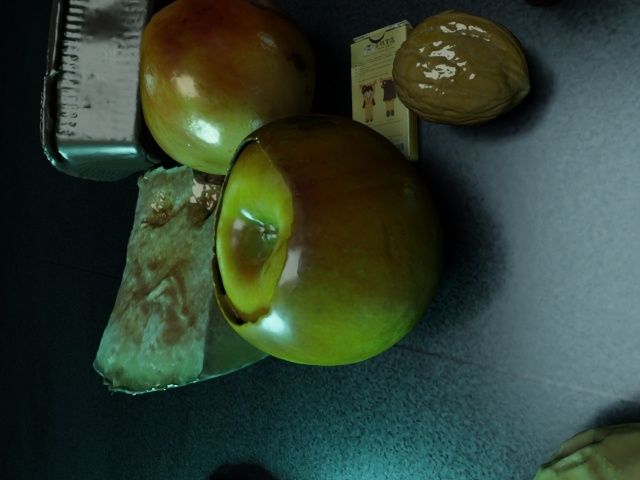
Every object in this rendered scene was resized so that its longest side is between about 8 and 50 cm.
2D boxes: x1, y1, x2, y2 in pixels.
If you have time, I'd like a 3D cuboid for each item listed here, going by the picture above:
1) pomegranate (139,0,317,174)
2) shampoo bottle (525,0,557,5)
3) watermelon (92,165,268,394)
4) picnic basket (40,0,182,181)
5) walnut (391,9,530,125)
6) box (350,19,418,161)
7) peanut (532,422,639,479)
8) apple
[{"bbox_3d":[-0.105,-0.171,0.591,0.209,0.209,0.209,-2,88,39],"label":"pomegranate"},{"bbox_3d":[0.138,-0.246,0.377,0.067,0.236,0.068,44,112,29],"label":"shampoo bottle"},{"bbox_3d":[-0.137,0.051,0.666,0.264,0.151,0.302,-9,65,41],"label":"watermelon"},{"bbox_3d":[-0.251,-0.224,0.733,0.129,0.222,0.296,9,94,16],"label":"picnic basket"},{"bbox_3d":[0.126,-0.151,0.475,0.124,0.105,0.105,29,106,24],"label":"walnut"},{"bbox_3d":[0.068,-0.153,0.569,0.073,0.020,0.149,-3,87,40],"label":"box"},{"bbox_3d":[0.194,0.232,0.387,0.130,0.130,0.290,49,116,29],"label":"peanut"},{"bbox_3d":[0.000,0.000,0.493,0.237,0.207,0.236,3,94,37],"label":"apple"}]
